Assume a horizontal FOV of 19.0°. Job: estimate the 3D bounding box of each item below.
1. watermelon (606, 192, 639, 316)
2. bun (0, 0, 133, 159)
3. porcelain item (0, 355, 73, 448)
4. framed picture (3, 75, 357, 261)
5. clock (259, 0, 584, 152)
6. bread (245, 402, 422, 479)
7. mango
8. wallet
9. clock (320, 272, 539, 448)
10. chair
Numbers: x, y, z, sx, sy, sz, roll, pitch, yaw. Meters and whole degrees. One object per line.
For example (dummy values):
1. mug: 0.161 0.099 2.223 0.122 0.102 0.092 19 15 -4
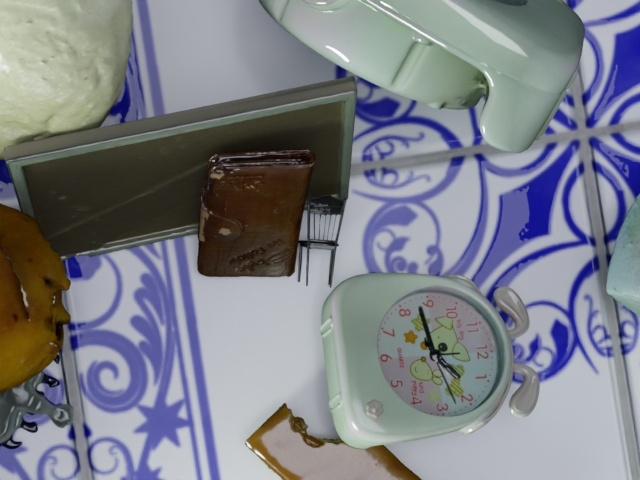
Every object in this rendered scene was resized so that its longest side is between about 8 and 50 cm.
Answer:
1. watermelon: 0.396 0.005 1.686 0.289 0.214 0.320 -7 101 -5
2. bun: -0.302 -0.229 1.560 0.227 0.352 0.349 -16 53 -21
3. porcelain item: -0.253 0.143 1.700 0.075 0.021 0.136 27 86 -5
4. framed picture: -0.113 -0.054 1.634 0.289 0.211 0.020 -13 66 -7
5. clock: 0.067 -0.208 1.640 0.324 0.265 0.109 29 110 1
6. bread: 0.041 0.227 1.720 0.226 0.049 0.088 44 84 -3
7. mango: -0.345 0.045 1.601 0.287 0.152 0.201 11 74 13
8. wallet: -0.058 -0.018 1.658 0.095 0.176 0.026 -1 58 -10
9. clock: 0.100 0.105 1.708 0.191 0.062 0.152 -2 73 -16
10. chair: 0.000 -0.001 1.723 0.037 0.042 0.086 5 97 -10
